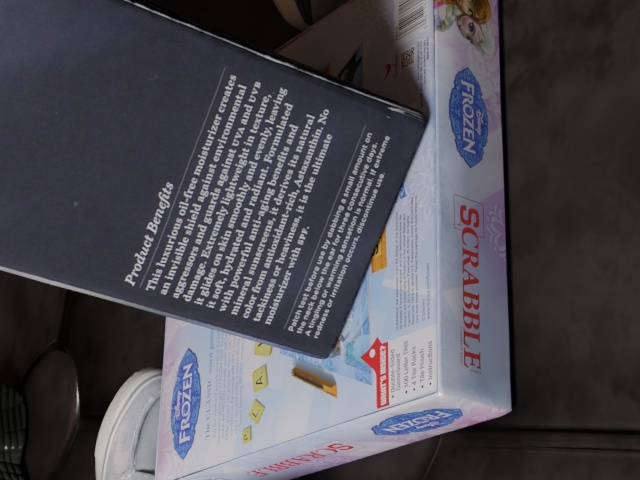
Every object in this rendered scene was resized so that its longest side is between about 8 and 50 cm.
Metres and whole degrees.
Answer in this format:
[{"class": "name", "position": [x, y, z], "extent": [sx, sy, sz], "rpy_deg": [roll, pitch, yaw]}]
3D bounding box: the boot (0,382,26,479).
[{"class": "boot", "position": [-0.342, 0.269, 1.393], "extent": [0.161, 0.083, 0.246], "rpy_deg": [-49, 32, 37]}]

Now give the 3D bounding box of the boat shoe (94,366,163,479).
[{"class": "boat shoe", "position": [-0.129, 0.214, 1.116], "extent": [0.081, 0.079, 0.227], "rpy_deg": [9, 89, 49]}]

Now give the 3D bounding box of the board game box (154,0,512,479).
[{"class": "board game box", "position": [0.000, 0.000, 1.033], "extent": [0.318, 0.066, 0.319], "rpy_deg": [-25, 55, 47]}]

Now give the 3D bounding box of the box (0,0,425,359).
[{"class": "box", "position": [-0.149, -0.077, 0.956], "extent": [0.296, 0.294, 0.183], "rpy_deg": [30, 99, 56]}]

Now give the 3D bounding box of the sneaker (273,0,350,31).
[{"class": "sneaker", "position": [-0.022, -0.265, 1.180], "extent": [0.129, 0.111, 0.297], "rpy_deg": [119, 152, -43]}]
